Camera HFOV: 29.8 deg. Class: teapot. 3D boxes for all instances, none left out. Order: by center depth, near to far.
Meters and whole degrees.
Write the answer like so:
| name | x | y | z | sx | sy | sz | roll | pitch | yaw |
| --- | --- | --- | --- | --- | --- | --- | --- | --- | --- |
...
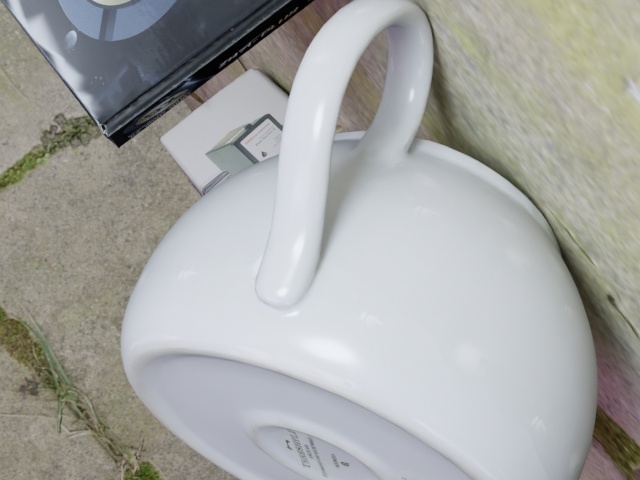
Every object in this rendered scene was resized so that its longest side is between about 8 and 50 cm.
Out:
| name | x | y | z | sx | sy | sz | roll | pitch | yaw |
| --- | --- | --- | --- | --- | --- | --- | --- | --- | --- |
| teapot | 0.034 | 0.029 | 0.610 | 0.252 | 0.187 | 0.256 | 35 | 154 | -17 |

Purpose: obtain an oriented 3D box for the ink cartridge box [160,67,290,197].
| name | x | y | z | sx | sy | sz | roll | pitch | yaw |
| --- | --- | --- | --- | --- | --- | --- | --- | --- | --- |
| ink cartridge box | 0.000 | 0.000 | 1.015 | 0.273 | 0.115 | 0.198 | 46 | 172 | 51 |

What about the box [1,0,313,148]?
| name | x | y | z | sx | sy | sz | roll | pitch | yaw |
| --- | --- | --- | --- | --- | --- | --- | --- | --- | --- |
| box | -0.088 | -0.156 | 0.523 | 0.180 | 0.147 | 0.077 | 53 | 176 | -4 |

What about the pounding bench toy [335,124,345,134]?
| name | x | y | z | sx | sy | sz | roll | pitch | yaw |
| --- | --- | --- | --- | --- | --- | --- | --- | --- | --- |
| pounding bench toy | 0.028 | -0.044 | 0.808 | 0.083 | 0.052 | 0.065 | 52 | 175 | 0 |
